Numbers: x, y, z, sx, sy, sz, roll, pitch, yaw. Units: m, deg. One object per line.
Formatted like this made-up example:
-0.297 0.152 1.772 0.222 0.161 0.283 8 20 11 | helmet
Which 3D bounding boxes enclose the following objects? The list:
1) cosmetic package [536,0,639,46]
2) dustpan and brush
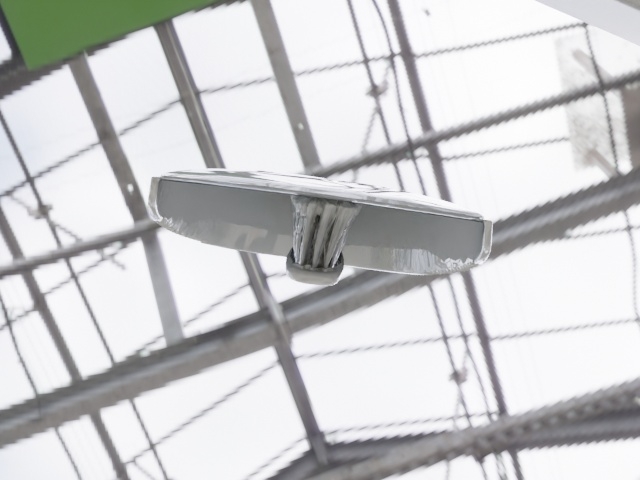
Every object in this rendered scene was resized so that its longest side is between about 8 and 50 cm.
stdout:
0.070 -0.282 0.595 0.377 0.097 0.285 19 -87 -15 | cosmetic package
0.000 0.000 0.645 0.147 0.211 0.060 8 -84 1 | dustpan and brush
